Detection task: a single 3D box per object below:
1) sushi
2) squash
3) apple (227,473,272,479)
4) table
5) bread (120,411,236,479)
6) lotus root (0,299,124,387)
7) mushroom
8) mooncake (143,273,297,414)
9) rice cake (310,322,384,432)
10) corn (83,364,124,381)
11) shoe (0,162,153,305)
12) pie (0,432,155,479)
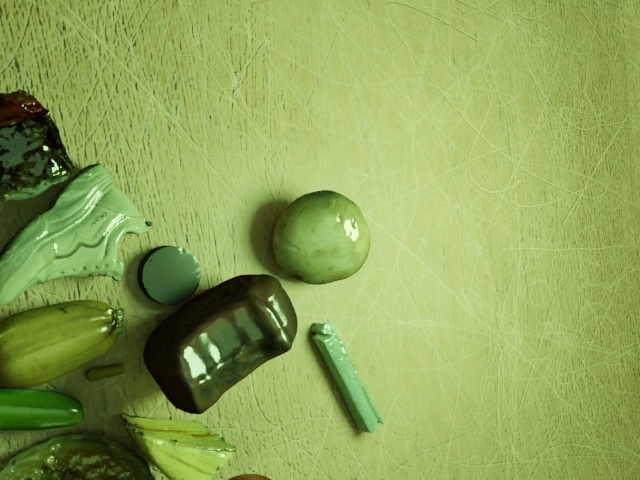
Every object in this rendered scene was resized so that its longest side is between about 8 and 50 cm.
[{"bbox_3d":[-0.556,-0.158,1.059,0.197,0.343,0.181,-31,106,-16],"label":"sushi"},{"bbox_3d":[-0.616,0.328,1.166,0.293,0.082,0.082,13,83,-30],"label":"squash"},{"bbox_3d":[-0.177,0.639,1.373,0.201,0.162,0.201,8,78,-38],"label":"apple"},{"bbox_3d":[-0.340,0.078,1.345,0.134,0.043,0.133,0,90,-30],"label":"table"},{"bbox_3d":[-0.311,0.400,1.246,0.135,0.240,0.178,-44,110,-23],"label":"bread"},{"bbox_3d":[-0.539,0.201,1.183,0.304,0.131,0.146,-18,75,-29],"label":"lotus root"},{"bbox_3d":[0.000,0.000,1.460,0.255,0.184,0.254,-8,127,-10],"label":"mushroom"},{"bbox_3d":[-0.219,0.209,1.266,0.326,0.334,0.174,-24,103,13],"label":"mooncake"},{"bbox_3d":[0.067,0.358,1.562,0.063,0.066,0.336,-37,108,-34],"label":"rice cake"},{"bbox_3d":[-0.466,0.283,1.283,0.083,0.028,0.027,-6,108,-33],"label":"corn"},{"bbox_3d":[-0.496,0.024,1.207,0.210,0.132,0.342,45,66,-19],"label":"shoe"},{"bbox_3d":[-0.491,0.540,1.175,0.339,0.077,0.338,9,59,-14],"label":"pie"}]
